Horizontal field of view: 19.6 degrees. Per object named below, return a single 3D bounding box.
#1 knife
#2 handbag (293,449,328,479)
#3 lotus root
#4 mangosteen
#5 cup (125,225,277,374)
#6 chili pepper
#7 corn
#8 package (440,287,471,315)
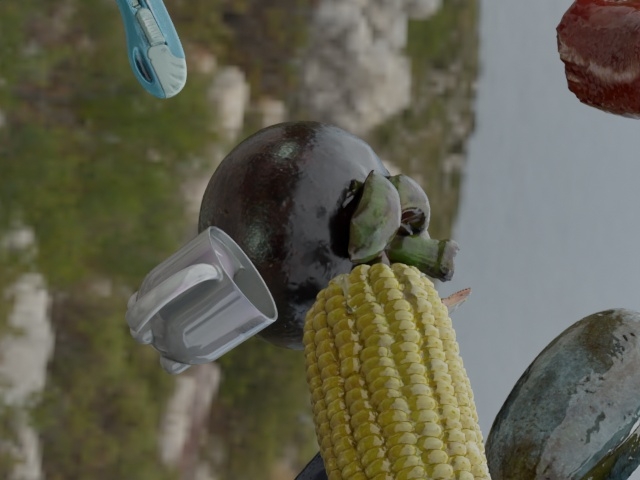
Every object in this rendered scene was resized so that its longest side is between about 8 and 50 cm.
[{"bbox_3d":[-0.209,-0.264,2.090,0.222,0.064,0.031,66,-14,4],"label":"knife"},{"bbox_3d":[0.057,0.439,2.223,0.303,0.329,0.122,-46,-169,-17],"label":"handbag"},{"bbox_3d":[0.240,0.196,1.857,0.322,0.140,0.158,-43,142,-29],"label":"lotus root"},{"bbox_3d":[-0.010,-0.003,2.491,0.330,0.330,0.330,4,90,-74],"label":"mangosteen"},{"bbox_3d":[-0.146,0.082,2.149,0.134,0.142,0.173,53,10,-14],"label":"cup"},{"bbox_3d":[0.359,-0.171,1.702,0.338,0.135,0.131,8,-85,63],"label":"chili pepper"},{"bbox_3d":[0.047,0.123,1.031,0.093,0.093,0.244,72,4,-52],"label":"corn"},{"bbox_3d":[0.088,0.085,1.941,0.108,0.121,0.031,-21,86,-53],"label":"package"}]
